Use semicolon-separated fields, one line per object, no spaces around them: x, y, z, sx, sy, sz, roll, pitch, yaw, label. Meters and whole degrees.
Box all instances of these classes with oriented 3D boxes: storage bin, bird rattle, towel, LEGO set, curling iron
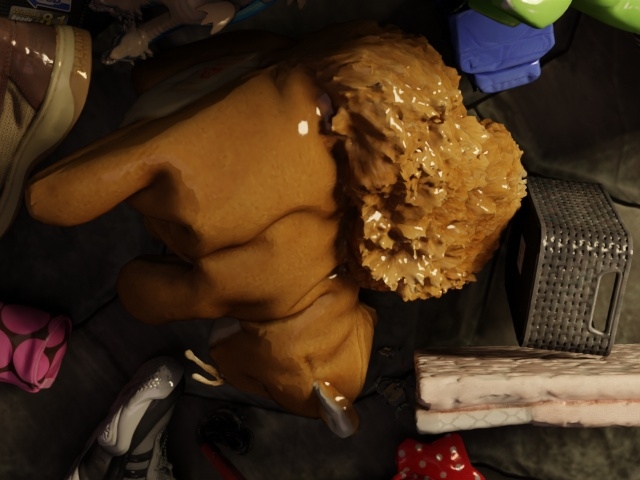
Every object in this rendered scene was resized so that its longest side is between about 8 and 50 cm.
0.233;0.020;1.009;0.084;0.180;0.122;6;112;1;storage bin
0.075;0.333;1.203;0.253;0.143;0.207;-22;121;-1;bird rattle
0.244;0.134;0.979;0.316;0.332;0.053;-2;89;6;towel
0.080;0.156;1.163;0.054;0.023;0.083;11;99;-3;LEGO set
-0.054;0.286;1.126;0.068;0.035;0.274;-51;58;21;curling iron

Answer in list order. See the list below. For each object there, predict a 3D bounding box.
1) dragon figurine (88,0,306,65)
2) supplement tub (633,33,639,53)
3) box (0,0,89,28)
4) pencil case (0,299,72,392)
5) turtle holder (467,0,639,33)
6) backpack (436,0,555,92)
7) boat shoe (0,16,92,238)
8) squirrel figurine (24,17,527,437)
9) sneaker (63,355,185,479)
-0.078;-0.246;0.974;0.289;0.144;0.085;-28;110;-16;dragon figurine
0.349;-0.246;0.888;0.193;0.193;0.316;-21;109;12;supplement tub
-0.331;-0.255;0.912;0.270;0.060;0.216;3;130;-36;box
-0.384;0.108;1.139;0.209;0.095;0.098;10;77;2;pencil case
0.152;-0.270;0.718;0.320;0.243;0.227;31;103;21;turtle holder
0.154;-0.197;0.962;0.098;0.120;0.101;-9;120;-1;backpack
-0.333;-0.093;0.981;0.123;0.123;0.342;11;148;-33;boat shoe
0.000;0.000;0.975;0.397;0.281;0.370;-16;117;15;squirrel figurine
-0.186;0.253;1.180;0.153;0.101;0.269;32;116;-9;sneaker
